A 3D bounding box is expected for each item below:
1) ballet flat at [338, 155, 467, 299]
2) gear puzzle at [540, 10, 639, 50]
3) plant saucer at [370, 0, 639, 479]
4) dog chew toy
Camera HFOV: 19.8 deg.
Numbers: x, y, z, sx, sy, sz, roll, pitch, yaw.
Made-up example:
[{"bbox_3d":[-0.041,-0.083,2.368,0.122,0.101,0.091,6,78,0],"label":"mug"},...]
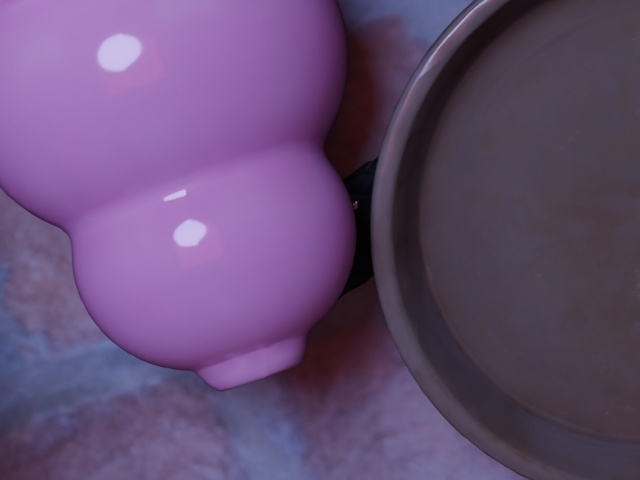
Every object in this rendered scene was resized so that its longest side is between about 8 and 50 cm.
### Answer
[{"bbox_3d":[0.000,0.000,0.917,0.173,0.049,0.057,-23,117,15],"label":"ballet flat"},{"bbox_3d":[0.127,-0.194,0.880,0.175,0.044,0.339,-44,90,-1],"label":"gear puzzle"},{"bbox_3d":[0.161,-0.011,0.856,0.277,0.041,0.278,0,104,-1],"label":"plant saucer"},{"bbox_3d":[-0.081,-0.094,0.830,0.206,0.206,0.332,-19,87,10],"label":"dog chew toy"}]
